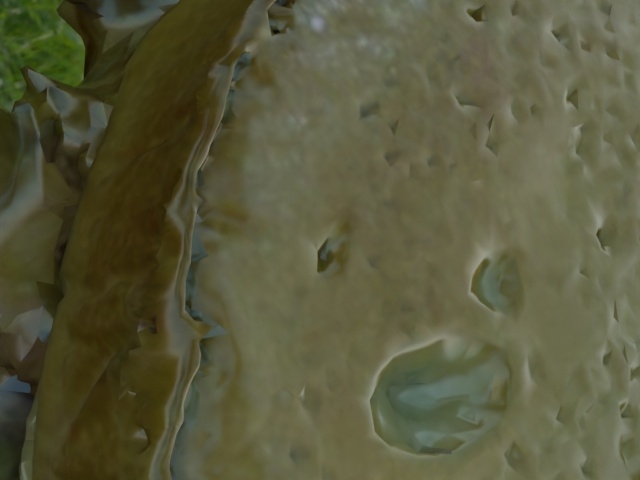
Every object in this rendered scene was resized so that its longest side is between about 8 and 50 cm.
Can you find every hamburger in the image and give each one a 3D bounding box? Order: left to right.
[{"bbox_3d":[0.000,0.000,0.470,0.287,0.268,0.445,52,57,-14],"label":"hamburger"}]
